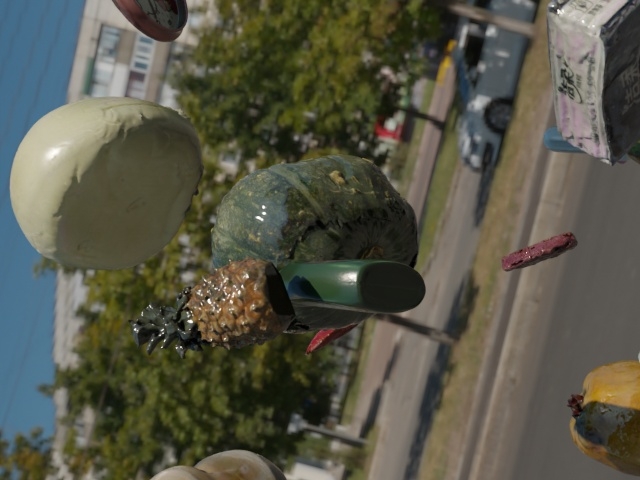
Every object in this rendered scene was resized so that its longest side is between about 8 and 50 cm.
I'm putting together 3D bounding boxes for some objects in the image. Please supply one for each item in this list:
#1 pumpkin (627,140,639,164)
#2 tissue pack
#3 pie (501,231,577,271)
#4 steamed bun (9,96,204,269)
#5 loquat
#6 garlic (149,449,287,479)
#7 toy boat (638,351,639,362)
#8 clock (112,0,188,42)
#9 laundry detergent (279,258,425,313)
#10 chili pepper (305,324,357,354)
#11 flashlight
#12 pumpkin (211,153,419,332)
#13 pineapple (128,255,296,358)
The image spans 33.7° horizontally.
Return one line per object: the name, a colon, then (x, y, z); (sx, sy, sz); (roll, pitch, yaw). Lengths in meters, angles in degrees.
pumpkin: (0.569, -0.218, 1.615); (0.260, 0.260, 0.189); (99, 173, -54)
tissue pack: (0.445, -0.300, 1.365); (0.361, 0.122, 0.259); (-43, -38, -16)
pie: (0.424, 0.022, 2.050); (0.153, 0.154, 0.038); (79, 172, -81)
steamed bun: (-0.396, -0.121, 1.875); (0.312, 0.233, 0.333); (13, -65, -48)
loquat: (0.498, 0.283, 1.673); (0.176, 0.234, 0.187); (-96, 19, -62)
garlic: (-0.183, 0.452, 1.777); (0.279, 0.325, 0.132); (-17, -69, -36)
toy boat: (0.493, 0.193, 1.372); (0.199, 0.100, 0.290); (-4, -110, -52)
clock: (-0.357, -0.507, 2.120); (0.244, 0.056, 0.244); (44, -148, -37)
laundry detergent: (0.019, 0.056, 1.293); (0.211, 0.137, 0.063); (-2, 85, 51)
chili pepper: (0.021, 0.170, 1.953); (0.178, 0.045, 0.027); (-30, -78, -46)
flashlight: (0.497, -0.175, 1.911); (0.093, 0.200, 0.047); (-37, -55, -42)
pumpkin: (0.000, 0.000, 1.677); (0.328, 0.257, 0.291); (-25, -52, -32)
pineapple: (-0.132, 0.084, 1.225); (0.108, 0.198, 0.108); (-16, -90, -72)
